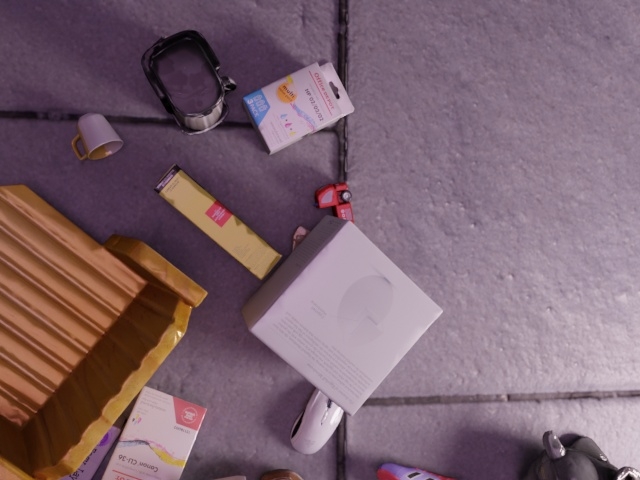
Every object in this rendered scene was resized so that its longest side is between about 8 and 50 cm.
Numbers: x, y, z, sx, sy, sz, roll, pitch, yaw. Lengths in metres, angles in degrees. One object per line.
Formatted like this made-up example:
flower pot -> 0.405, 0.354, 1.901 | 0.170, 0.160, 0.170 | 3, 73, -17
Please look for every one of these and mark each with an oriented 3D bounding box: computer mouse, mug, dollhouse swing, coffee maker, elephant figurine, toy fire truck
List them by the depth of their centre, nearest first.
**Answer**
dollhouse swing -> -0.418, 0.101, 0.803 | 0.305, 0.315, 0.347 | 46, 70, -25
coffee maker -> -0.225, -0.259, 0.904 | 0.171, 0.178, 0.120 | 37, 85, -8
mug -> -0.379, -0.174, 0.943 | 0.078, 0.062, 0.064 | -29, 88, -14
toy fire truck -> 0.000, 0.000, 1.011 | 0.135, 0.047, 0.192 | -12, 94, -9
computer mouse -> 0.012, 0.302, 1.024 | 0.106, 0.042, 0.193 | 27, 87, -10
elephant figurine -> 0.516, 0.457, 1.068 | 0.239, 0.186, 0.169 | -3, 49, -19

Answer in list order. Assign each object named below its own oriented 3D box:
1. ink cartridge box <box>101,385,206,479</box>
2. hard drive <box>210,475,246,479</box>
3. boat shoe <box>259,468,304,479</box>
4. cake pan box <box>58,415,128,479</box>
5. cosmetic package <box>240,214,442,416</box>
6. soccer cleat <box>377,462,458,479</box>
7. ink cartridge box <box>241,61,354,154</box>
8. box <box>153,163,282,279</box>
ink cartridge box -> -0.280, 0.356, 0.934 | 0.115, 0.067, 0.198 | 23, 66, -9
hard drive -> -0.208, 0.520, 0.931 | 0.203, 0.040, 0.307 | -7, 118, -9
boat shoe -> -0.040, 0.562, 0.984 | 0.123, 0.116, 0.324 | -14, 94, -8
cake pan box -> -0.492, 0.350, 0.935 | 0.246, 0.070, 0.267 | 33, 85, -10
cosmetic package -> 0.029, 0.116, 0.929 | 0.224, 0.138, 0.224 | 44, 84, -14
soccer cleat -> 0.216, 0.468, 1.052 | 0.248, 0.083, 0.095 | 33, 57, -3
ink cartridge box -> -0.034, -0.238, 0.993 | 0.181, 0.061, 0.104 | -29, 96, -8
box -> -0.172, -0.030, 0.965 | 0.232, 0.087, 0.058 | 42, 85, -7
